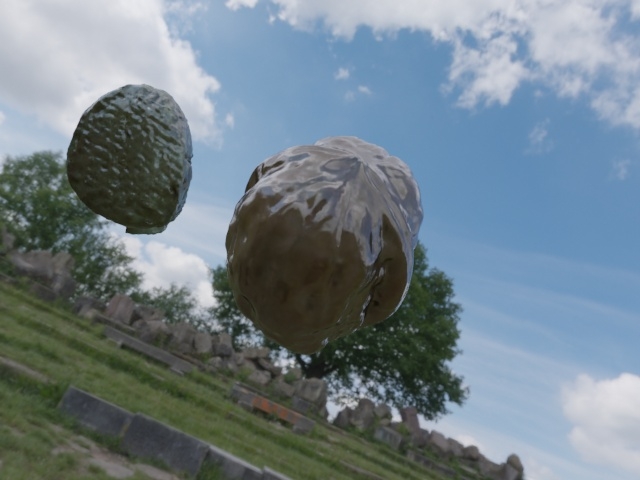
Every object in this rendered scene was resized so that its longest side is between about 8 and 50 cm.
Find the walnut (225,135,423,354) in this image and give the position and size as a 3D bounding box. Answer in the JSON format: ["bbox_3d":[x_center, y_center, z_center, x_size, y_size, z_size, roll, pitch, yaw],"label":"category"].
[{"bbox_3d":[0.002,-0.001,0.584,0.227,0.273,0.273,56,-4,34],"label":"walnut"}]

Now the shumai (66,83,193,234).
[{"bbox_3d":[-0.411,-0.176,1.124,0.291,0.330,0.288,9,-5,7],"label":"shumai"}]
